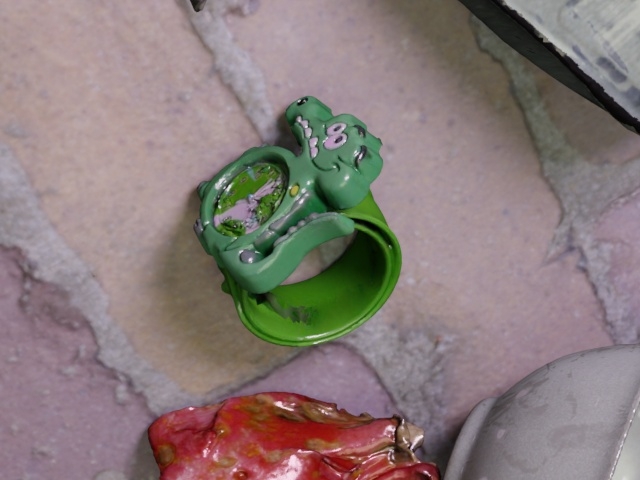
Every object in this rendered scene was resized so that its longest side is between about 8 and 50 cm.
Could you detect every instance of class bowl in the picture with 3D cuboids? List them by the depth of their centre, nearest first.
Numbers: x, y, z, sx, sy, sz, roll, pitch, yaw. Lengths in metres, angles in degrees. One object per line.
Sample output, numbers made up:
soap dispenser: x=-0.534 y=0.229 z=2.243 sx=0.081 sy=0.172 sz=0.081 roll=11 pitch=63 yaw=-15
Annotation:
bowl: x=0.182 y=0.207 z=1.226 sx=0.146 sy=0.313 sz=0.313 roll=17 pitch=121 yaw=22

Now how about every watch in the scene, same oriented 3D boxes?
watch: x=0.000 y=0.000 z=1.112 sx=0.165 sy=0.131 sz=0.152 roll=-37 pitch=131 yaw=7

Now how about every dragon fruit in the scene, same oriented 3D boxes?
dragon fruit: x=0.003 y=0.222 z=1.230 sx=0.211 sy=0.134 sz=0.262 roll=-38 pitch=120 yaw=-2

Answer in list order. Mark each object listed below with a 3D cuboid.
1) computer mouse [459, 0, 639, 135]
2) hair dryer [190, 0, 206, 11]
computer mouse: x=0.166 y=-0.231 z=1.024 sx=0.203 sy=0.114 sz=0.374 roll=-39 pitch=113 yaw=12
hair dryer: x=-0.227 y=-0.169 z=0.887 sx=0.361 sy=0.121 sz=0.301 roll=14 pitch=130 yaw=17
